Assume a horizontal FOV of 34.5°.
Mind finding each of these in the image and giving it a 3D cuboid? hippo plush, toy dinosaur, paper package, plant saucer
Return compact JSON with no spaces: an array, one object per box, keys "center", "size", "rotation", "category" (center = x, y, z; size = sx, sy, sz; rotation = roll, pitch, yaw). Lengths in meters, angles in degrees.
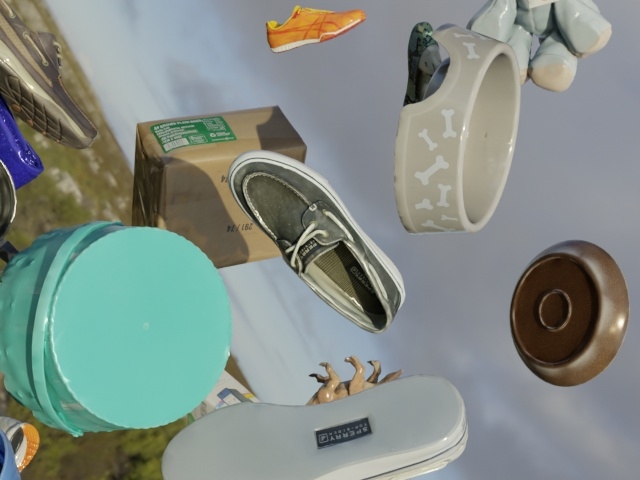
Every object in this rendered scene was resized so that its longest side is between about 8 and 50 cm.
[{"center":[0.390,-0.411,1.866],"size":[0.294,0.234,0.236],"rotation":[62,25,-2],"category":"hippo plush"},{"center":[0.062,0.375,2.331],"size":[0.127,0.295,0.200],"rotation":[42,36,-67],"category":"toy dinosaur"},{"center":[-0.213,-0.103,2.145],"size":[0.168,0.324,0.310],"rotation":[52,-37,43],"category":"paper package"},{"center":[0.502,0.148,2.154],"size":[0.050,0.311,0.310],"rotation":[11,27,-35],"category":"plant saucer"}]

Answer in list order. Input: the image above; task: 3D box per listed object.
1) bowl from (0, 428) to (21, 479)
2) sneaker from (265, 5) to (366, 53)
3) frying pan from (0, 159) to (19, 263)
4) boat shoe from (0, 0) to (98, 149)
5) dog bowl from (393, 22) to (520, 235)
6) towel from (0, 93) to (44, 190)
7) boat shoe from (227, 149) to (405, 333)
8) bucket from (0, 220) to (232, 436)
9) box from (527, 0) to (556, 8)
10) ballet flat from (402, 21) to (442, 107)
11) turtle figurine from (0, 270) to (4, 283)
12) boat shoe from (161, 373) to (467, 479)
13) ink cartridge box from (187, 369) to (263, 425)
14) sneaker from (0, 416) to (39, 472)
[{"center":[-0.622,0.421,1.523],"size":[0.391,0.391,0.077],"rotation":[50,-14,57],"category":"bowl"},{"center":[-0.012,-0.351,1.669],"size":[0.064,0.175,0.067],"rotation":[-42,120,-67],"category":"sneaker"},{"center":[-0.526,-0.039,1.645],"size":[0.326,0.197,0.053],"rotation":[24,-7,-22],"category":"frying pan"},{"center":[-0.503,-0.309,1.785],"size":[0.132,0.130,0.355],"rotation":[3,-39,49],"category":"boat shoe"},{"center":[0.230,-0.169,1.659],"size":[0.102,0.349,0.349],"rotation":[12,-30,23],"category":"dog bowl"},{"center":[-0.690,-0.145,1.915],"size":[0.228,0.308,0.076],"rotation":[59,13,6],"category":"towel"},{"center":[0.000,0.000,1.495],"size":[0.335,0.121,0.119],"rotation":[41,20,-11],"category":"boat shoe"},{"center":[-0.257,0.107,1.282],"size":[0.183,0.281,0.281],"rotation":[-8,-64,54],"category":"bucket"},{"center":[0.320,-0.412,1.334],"size":[0.038,0.145,0.186],"rotation":[-65,140,-65],"category":"box"},{"center":[0.188,-0.294,1.820],"size":[0.070,0.070,0.188],"rotation":[54,-25,41],"category":"ballet flat"},{"center":[-0.689,0.122,2.220],"size":[0.234,0.175,0.118],"rotation":[47,-7,-33],"category":"turtle figurine"},{"center":[0.001,0.263,1.248],"size":[0.156,0.367,0.136],"rotation":[69,7,-52],"category":"boat shoe"},{"center":[-0.191,0.395,2.218],"size":[0.212,0.093,0.154],"rotation":[35,-45,37],"category":"ink cartridge box"},{"center":[-0.709,0.504,2.227],"size":[0.121,0.262,0.099],"rotation":[17,-15,41],"category":"sneaker"}]
